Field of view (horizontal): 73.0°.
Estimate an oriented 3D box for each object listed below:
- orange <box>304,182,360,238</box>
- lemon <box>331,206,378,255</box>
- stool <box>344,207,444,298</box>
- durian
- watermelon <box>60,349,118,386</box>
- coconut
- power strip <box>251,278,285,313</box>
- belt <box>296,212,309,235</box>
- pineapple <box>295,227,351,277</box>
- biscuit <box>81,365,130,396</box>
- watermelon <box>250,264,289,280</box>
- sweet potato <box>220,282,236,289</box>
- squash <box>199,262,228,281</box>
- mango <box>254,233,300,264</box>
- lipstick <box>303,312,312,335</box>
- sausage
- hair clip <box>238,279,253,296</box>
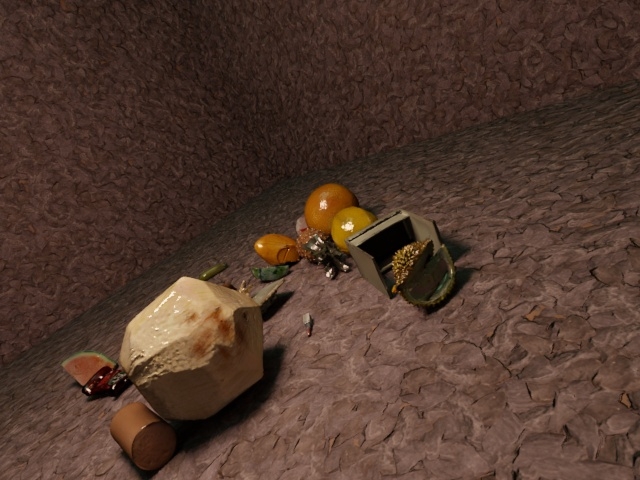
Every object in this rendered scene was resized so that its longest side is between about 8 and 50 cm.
[{"bbox_3d":[0.055,-0.139,2.093,0.274,0.274,0.274,-24,18,8],"label":"orange"},{"bbox_3d":[0.147,-0.037,1.782,0.204,0.204,0.260,-30,35,-11],"label":"lemon"},{"bbox_3d":[0.257,0.034,1.492,0.244,0.170,0.270,-30,19,-8],"label":"stool"},{"bbox_3d":[0.277,0.109,1.277,0.238,0.193,0.138,-19,-8,-32],"label":"durian"},{"bbox_3d":[-1.007,0.530,1.884,0.231,0.146,0.128,-29,18,-1],"label":"watermelon"},{"bbox_3d":[-0.347,0.297,1.257,0.415,0.415,0.345,-36,42,-28],"label":"coconut"},{"bbox_3d":[-0.232,0.251,1.727,0.213,0.064,0.198,-28,13,46],"label":"power strip"},{"bbox_3d":[-0.044,-0.085,2.287,0.124,0.127,0.201,-14,18,35],"label":"belt"},{"bbox_3d":[0.004,0.042,1.824,0.166,0.165,0.364,-30,18,-10],"label":"pineapple"},{"bbox_3d":[-0.815,0.551,1.696,0.236,0.063,0.151,-13,23,29],"label":"biscuit"},{"bbox_3d":[-0.220,0.147,2.007,0.187,0.070,0.139,-6,4,15],"label":"watermelon"},{"bbox_3d":[-0.436,0.224,1.999,0.050,0.050,0.214,-23,0,9],"label":"sweet potato"},{"bbox_3d":[-0.610,0.178,2.468,0.184,0.052,0.052,-30,18,-21],"label":"squash"},{"bbox_3d":[-0.201,0.046,2.034,0.252,0.153,0.126,12,-18,-38],"label":"mango"},{"bbox_3d":[-0.041,0.284,1.442,0.025,0.025,0.107,-25,24,6],"label":"lipstick"},{"bbox_3d":[-0.507,0.541,1.221,0.123,0.123,0.253,-39,20,-34],"label":"sausage"},{"bbox_3d":[-0.343,0.263,1.785,0.213,0.056,0.062,-58,-14,5],"label":"hair clip"}]
